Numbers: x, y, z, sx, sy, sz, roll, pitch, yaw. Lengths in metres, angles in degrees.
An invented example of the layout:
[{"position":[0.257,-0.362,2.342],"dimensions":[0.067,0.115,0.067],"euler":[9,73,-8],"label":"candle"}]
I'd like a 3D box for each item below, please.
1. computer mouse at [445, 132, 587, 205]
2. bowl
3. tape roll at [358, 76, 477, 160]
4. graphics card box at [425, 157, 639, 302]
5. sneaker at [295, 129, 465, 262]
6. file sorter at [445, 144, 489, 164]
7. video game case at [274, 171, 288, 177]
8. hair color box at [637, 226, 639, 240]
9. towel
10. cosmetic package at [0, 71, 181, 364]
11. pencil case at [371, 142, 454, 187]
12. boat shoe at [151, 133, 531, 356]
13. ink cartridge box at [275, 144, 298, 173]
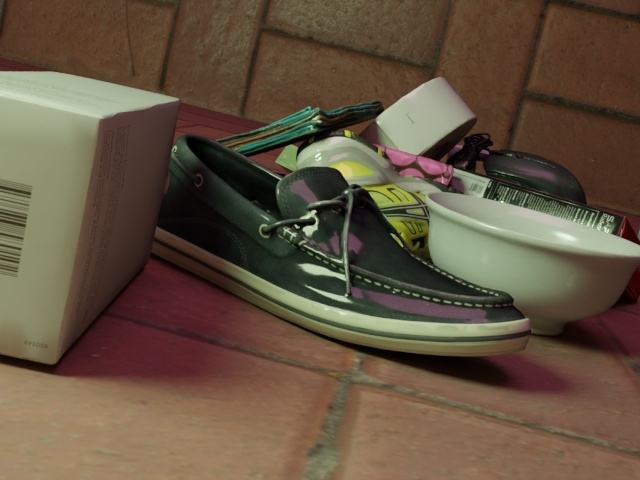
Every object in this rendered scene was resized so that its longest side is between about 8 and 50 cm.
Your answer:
[{"position":[0.375,-0.122,1.679],"dimensions":[0.272,0.072,0.188],"euler":[30,34,10],"label":"computer mouse"},{"position":[0.264,0.038,1.200],"dimensions":[0.297,0.134,0.298],"euler":[14,11,-3],"label":"bowl"},{"position":[0.146,-0.166,1.665],"dimensions":[0.100,0.286,0.286],"euler":[52,18,7],"label":"tape roll"},{"position":[0.353,-0.018,1.559],"dimensions":[0.370,0.094,0.232],"euler":[19,-6,33],"label":"graphics card box"},{"position":[0.117,-0.019,1.385],"dimensions":[0.384,0.147,0.145],"euler":[23,-37,-29],"label":"sneaker"},{"position":[0.361,-0.098,1.924],"dimensions":[0.192,0.173,0.277],"euler":[16,10,17],"label":"file sorter"},{"position":[-0.069,-0.071,1.540],"dimensions":[0.269,0.061,0.244],"euler":[8,13,-30],"label":"video game case"},{"position":[0.800,0.012,1.905],"dimensions":[0.347,0.174,0.105],"euler":[6,12,-37],"label":"hair color box"},{"position":[-0.063,-0.172,1.477],"dimensions":[0.271,0.040,0.370],"euler":[-14,6,21],"label":"towel"},{"position":[-0.239,-0.044,0.823],"dimensions":[0.155,0.197,0.365],"euler":[12,9,-3],"label":"cosmetic package"},{"position":[0.107,-0.100,1.485],"dimensions":[0.209,0.098,0.095],"euler":[13,-12,-2],"label":"pencil case"},{"position":[0.000,0.000,1.013],"dimensions":[0.500,0.156,0.186],"euler":[22,11,31],"label":"boat shoe"},{"position":[0.039,-0.103,1.877],"dimensions":[0.235,0.056,0.171],"euler":[36,-3,-35],"label":"ink cartridge box"}]
